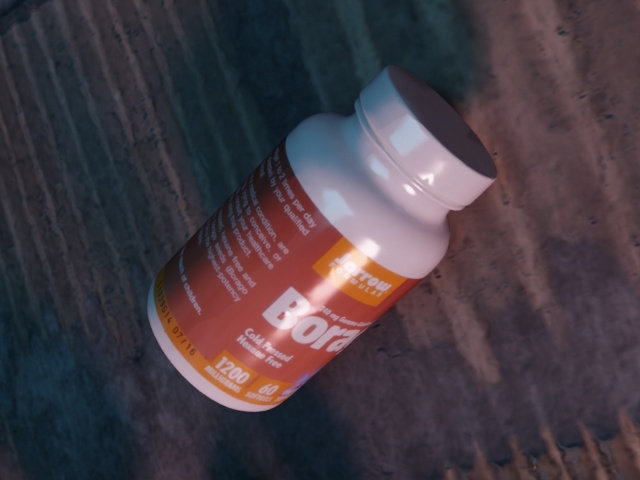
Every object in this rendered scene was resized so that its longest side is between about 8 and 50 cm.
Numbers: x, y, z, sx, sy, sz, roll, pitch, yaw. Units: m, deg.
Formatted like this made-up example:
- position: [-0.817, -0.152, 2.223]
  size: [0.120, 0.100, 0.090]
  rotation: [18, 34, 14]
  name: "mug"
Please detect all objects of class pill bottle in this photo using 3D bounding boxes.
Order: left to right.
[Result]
- position: [0.000, 0.000, 0.545]
  size: [0.216, 0.121, 0.121]
  rotation: [-44, 72, 24]
  name: "pill bottle"
